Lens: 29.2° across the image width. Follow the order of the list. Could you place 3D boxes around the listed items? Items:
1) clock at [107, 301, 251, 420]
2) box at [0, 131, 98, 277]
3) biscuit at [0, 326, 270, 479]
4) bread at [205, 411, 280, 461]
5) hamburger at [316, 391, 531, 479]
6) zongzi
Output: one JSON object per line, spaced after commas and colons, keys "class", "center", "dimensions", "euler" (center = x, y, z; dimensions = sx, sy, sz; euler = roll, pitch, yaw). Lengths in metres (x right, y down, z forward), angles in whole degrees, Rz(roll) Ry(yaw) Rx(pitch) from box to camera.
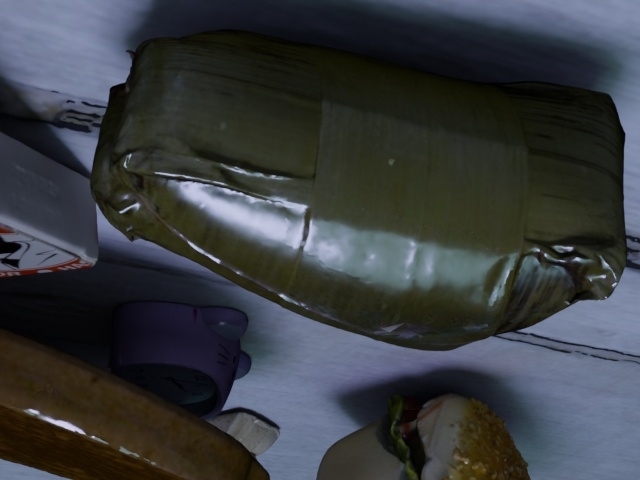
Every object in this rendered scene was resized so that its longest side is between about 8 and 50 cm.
{"class": "clock", "center": [-0.113, 0.104, 1.003], "dimensions": [0.110, 0.050, 0.152], "euler": [0, 153, -1]}
{"class": "box", "center": [-0.335, -0.011, 0.714], "dimensions": [0.353, 0.069, 0.214], "euler": [-8, 168, 12]}
{"class": "biscuit", "center": [-0.227, 0.130, 0.951], "dimensions": [0.359, 0.074, 0.381], "euler": [30, 161, -24]}
{"class": "bread", "center": [-0.130, 0.201, 1.223], "dimensions": [0.152, 0.105, 0.077], "euler": [20, 169, 39]}
{"class": "hamburger", "center": [0.111, 0.281, 1.089], "dimensions": [0.170, 0.302, 0.302], "euler": [-16, 149, 16]}
{"class": "zongzi", "center": [0.000, 0.000, 0.719], "dimensions": [0.274, 0.145, 0.300], "euler": [11, 158, -11]}
